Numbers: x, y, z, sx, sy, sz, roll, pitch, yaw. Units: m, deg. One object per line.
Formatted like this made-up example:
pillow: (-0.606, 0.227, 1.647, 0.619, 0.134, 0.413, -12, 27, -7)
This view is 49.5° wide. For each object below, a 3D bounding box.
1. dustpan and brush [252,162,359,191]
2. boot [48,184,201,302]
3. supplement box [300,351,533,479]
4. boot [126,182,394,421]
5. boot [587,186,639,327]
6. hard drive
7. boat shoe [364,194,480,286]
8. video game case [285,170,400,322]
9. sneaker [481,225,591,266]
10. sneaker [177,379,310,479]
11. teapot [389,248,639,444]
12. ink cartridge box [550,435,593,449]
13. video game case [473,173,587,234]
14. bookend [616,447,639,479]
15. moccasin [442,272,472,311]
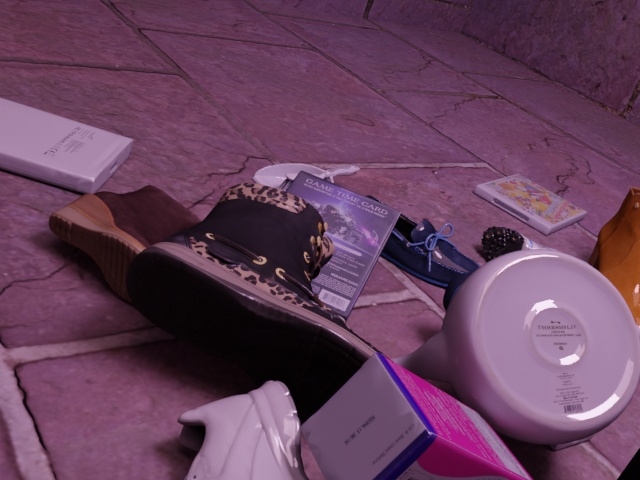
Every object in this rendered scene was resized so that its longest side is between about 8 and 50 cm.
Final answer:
dustpan and brush: (-0.010, -0.121, 1.384, 0.211, 0.060, 0.147, -6, 36, -38)
boot: (-0.240, -0.007, 1.011, 0.248, 0.090, 0.207, 32, 30, 22)
supplement box: (0.104, 0.219, 0.695, 0.220, 0.111, 0.114, 37, 12, -39)
boot: (-0.030, 0.072, 0.912, 0.377, 0.138, 0.284, 28, 28, 0)
boot: (0.604, 0.029, 1.325, 0.104, 0.211, 0.295, 15, 28, -5)
hard drive: (-0.508, -0.176, 1.206, 0.308, 0.040, 0.203, 17, 28, -3)
boat shoe: (0.169, 0.002, 1.242, 0.258, 0.089, 0.109, 24, 29, 12)
video game case: (0.000, 0.000, 1.135, 0.196, 0.026, 0.274, 23, 44, 9)
sneaker: (0.420, 0.046, 1.340, 0.237, 0.085, 0.086, 29, 3, 25)
sneaker: (-0.060, 0.260, 0.656, 0.129, 0.111, 0.297, -7, 30, -17)
teapot: (0.263, 0.141, 0.885, 0.256, 0.187, 0.252, 39, 68, 6)
ink cartridge box: (0.322, 0.225, 0.973, 0.089, 0.052, 0.122, -4, 36, -34)
video game case: (0.513, -0.094, 1.687, 0.206, 0.026, 0.227, 36, 32, 29)
bookend: (0.400, 0.312, 0.754, 0.157, 0.156, 0.072, 17, 28, -4)
moccasin: (0.332, 0.133, 1.095, 0.342, 0.137, 0.117, 25, 21, -19)
